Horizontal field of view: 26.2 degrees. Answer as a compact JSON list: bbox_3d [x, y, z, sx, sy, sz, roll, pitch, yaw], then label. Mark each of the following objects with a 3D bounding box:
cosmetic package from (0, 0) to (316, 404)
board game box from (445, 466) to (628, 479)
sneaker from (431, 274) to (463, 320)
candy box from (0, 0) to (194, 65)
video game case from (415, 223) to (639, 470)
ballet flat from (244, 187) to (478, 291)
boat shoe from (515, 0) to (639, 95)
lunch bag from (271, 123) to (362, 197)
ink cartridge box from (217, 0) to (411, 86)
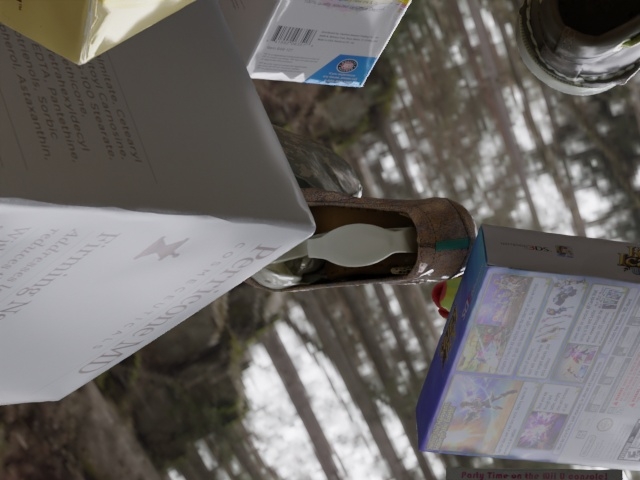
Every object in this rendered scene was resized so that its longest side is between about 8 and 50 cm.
[{"bbox_3d":[-0.282,-0.079,1.029,0.329,0.394,0.327,-33,-109,28],"label":"cosmetic package"},{"bbox_3d":[0.258,0.430,1.656,0.224,0.097,0.303,-2,-113,22],"label":"board game box"},{"bbox_3d":[0.179,0.068,1.624,0.094,0.208,0.081,12,-97,7],"label":"sneaker"},{"bbox_3d":[-0.027,-0.221,0.593,0.088,0.183,0.316,29,-141,15],"label":"candy box"},{"bbox_3d":[0.238,0.110,1.318,0.244,0.269,0.061,6,-137,-9],"label":"video game case"},{"bbox_3d":[0.000,0.000,1.342,0.316,0.107,0.106,-7,-176,37],"label":"ballet flat"},{"bbox_3d":[0.221,-0.220,0.785,0.305,0.109,0.091,-55,175,0],"label":"boat shoe"},{"bbox_3d":[-0.095,-0.077,1.845,0.287,0.169,0.235,21,-169,9],"label":"lunch bag"},{"bbox_3d":[-0.002,-0.320,1.576,0.171,0.232,0.168,2,-132,-32],"label":"ink cartridge box"}]
